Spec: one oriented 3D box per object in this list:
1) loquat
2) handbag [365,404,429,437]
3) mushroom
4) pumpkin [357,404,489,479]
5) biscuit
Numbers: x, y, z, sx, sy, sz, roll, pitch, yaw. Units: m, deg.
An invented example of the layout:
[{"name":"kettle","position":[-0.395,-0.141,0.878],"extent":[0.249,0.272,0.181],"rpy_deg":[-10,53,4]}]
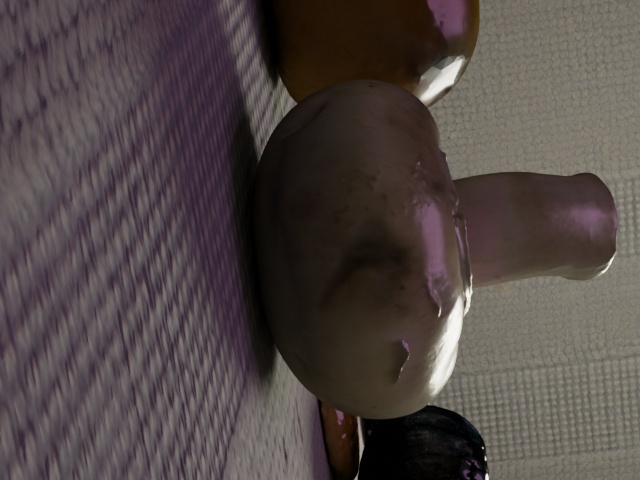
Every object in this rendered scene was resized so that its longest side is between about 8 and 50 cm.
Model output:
[{"name":"loquat","position":[0.051,-0.261,1.619],"extent":[0.263,0.263,0.263],"rpy_deg":[-7,90,-85]},{"name":"handbag","position":[0.134,0.320,2.333],"extent":[0.260,0.113,0.162],"rpy_deg":[76,3,-45]},{"name":"mushroom","position":[0.065,0.002,1.352],"extent":[0.356,0.315,0.315],"rpy_deg":[-16,101,-50]},{"name":"pumpkin","position":[0.130,0.320,1.757],"extent":[0.233,0.163,0.233],"rpy_deg":[-2,90,-82]},{"name":"biscuit","position":[0.028,0.227,1.757],"extent":[0.224,0.033,0.145],"rpy_deg":[39,44,-81]}]
